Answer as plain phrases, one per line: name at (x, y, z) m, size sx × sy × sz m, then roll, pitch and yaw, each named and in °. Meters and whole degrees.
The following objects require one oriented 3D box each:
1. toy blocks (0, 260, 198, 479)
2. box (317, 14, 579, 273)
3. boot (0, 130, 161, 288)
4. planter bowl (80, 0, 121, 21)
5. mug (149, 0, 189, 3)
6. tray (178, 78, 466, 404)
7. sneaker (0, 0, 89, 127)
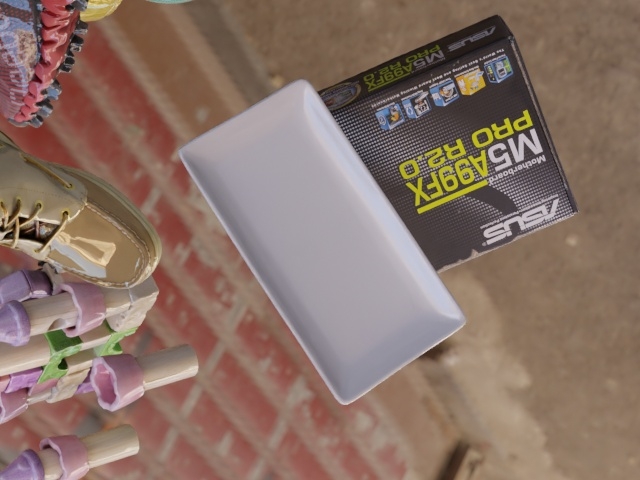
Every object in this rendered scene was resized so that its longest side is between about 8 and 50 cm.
toy blocks at (-0.360, 0.128, 1.927) m, size 0.309 × 0.260 × 0.288 m, roll 61°, pitch 142°, yaw 20°
box at (0.094, -0.071, 1.546) m, size 0.060 × 0.270 × 0.216 m, roll -105°, pitch -8°, yaw -60°
boot at (-0.264, -0.013, 1.327) m, size 0.262 × 0.095 × 0.203 m, roll 34°, pitch -162°, yaw -10°
planter bowl at (-0.283, -0.340, 1.938) m, size 0.090 × 0.217 × 0.217 m, roll 24°, pitch 161°, yaw -24°
mug at (-0.134, -0.251, 1.231) m, size 0.157 × 0.129 × 0.097 m, roll -8°, pitch 160°, yaw -25°
tray at (0.000, 0.000, 1.404) m, size 0.270 × 0.145 × 0.030 m, roll 57°, pitch 162°, yaw 4°
sneaker at (-0.295, -0.221, 1.530) m, size 0.135 × 0.098 × 0.276 m, roll 19°, pitch 141°, yaw -6°
